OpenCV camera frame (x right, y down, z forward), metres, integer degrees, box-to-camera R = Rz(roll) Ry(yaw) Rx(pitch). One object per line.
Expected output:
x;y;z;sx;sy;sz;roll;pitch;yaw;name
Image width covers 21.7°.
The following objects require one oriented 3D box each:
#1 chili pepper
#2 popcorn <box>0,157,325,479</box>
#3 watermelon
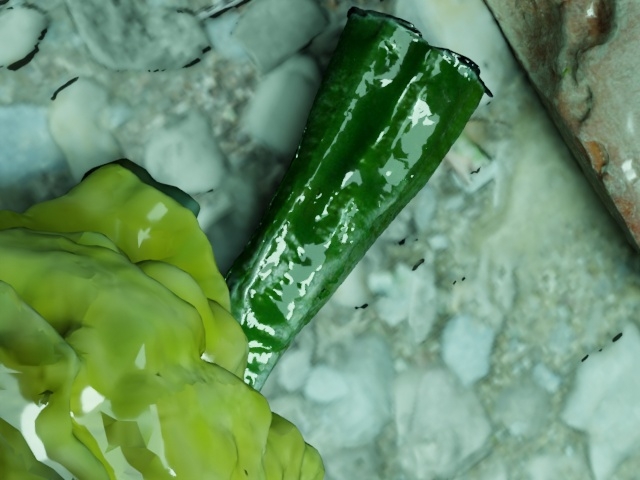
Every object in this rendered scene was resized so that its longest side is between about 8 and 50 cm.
0.000;0.000;0.825;0.088;0.059;0.226;32;79;-21;chili pepper
-0.133;0.111;0.671;0.293;0.237;0.292;0;88;-13;popcorn
0.179;-0.117;0.879;0.226;0.148;0.318;2;101;-3;watermelon
